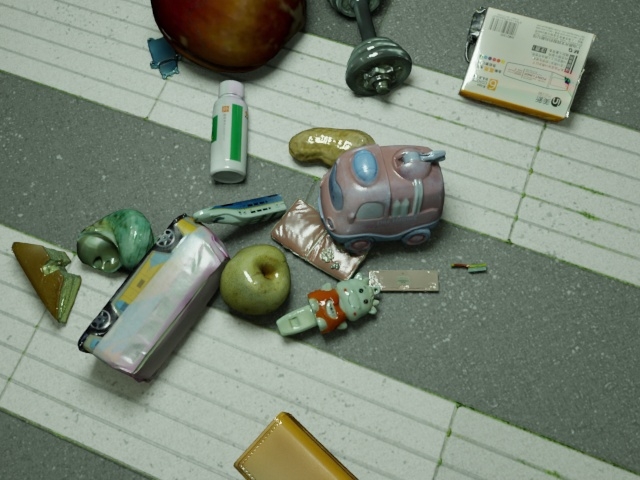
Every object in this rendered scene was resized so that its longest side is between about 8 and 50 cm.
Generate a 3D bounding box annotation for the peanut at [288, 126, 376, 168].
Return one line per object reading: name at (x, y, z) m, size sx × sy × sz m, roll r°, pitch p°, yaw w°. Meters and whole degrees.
peanut at (0.029, -0.230, 1.393) m, size 0.226 × 0.095 × 0.108 m, roll 7°, pitch 70°, yaw 7°

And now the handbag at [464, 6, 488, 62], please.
handbag at (0.433, -0.531, 1.481) m, size 0.115 × 0.072 × 0.139 m, roll 30°, pitch 92°, yaw 6°

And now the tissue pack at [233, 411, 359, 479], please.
tissue pack at (-0.020, 0.493, 1.124) m, size 0.274 × 0.194 × 0.145 m, roll 40°, pitch 79°, yaw 13°

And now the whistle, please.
whistle at (0.021, 0.154, 1.275) m, size 0.253 × 0.106 × 0.102 m, roll -20°, pitch 56°, yaw -3°

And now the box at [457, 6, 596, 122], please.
box at (0.512, -0.436, 1.393) m, size 0.274 × 0.091 × 0.221 m, roll 20°, pitch 98°, yaw 9°

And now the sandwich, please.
sandwich at (-0.654, 0.079, 1.346) m, size 0.088 × 0.090 × 0.244 m, roll -35°, pitch 74°, yaw -4°

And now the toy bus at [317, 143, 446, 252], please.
toy bus at (0.143, -0.117, 1.256) m, size 0.294 × 0.232 × 0.197 m, roll -5°, pitch 61°, yaw -5°

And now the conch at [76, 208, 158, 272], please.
conch at (-0.476, 0.007, 1.343) m, size 0.188 × 0.122 × 0.176 m, roll 25°, pitch 97°, yaw 13°

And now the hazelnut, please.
hazelnut at (-0.229, -0.656, 1.395) m, size 0.402 × 0.402 × 0.429 m, roll 14°, pitch 68°, yaw 8°

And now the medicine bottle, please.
medicine bottle at (-0.233, -0.282, 1.427) m, size 0.095 × 0.095 × 0.260 m, roll 0°, pitch 74°, yaw 4°

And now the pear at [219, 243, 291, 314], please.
pear at (-0.147, 0.091, 1.280) m, size 0.167 × 0.136 × 0.167 m, roll 11°, pitch 62°, yaw -22°

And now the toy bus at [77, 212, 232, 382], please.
toy bus at (-0.355, 0.133, 1.278) m, size 0.162 × 0.171 × 0.386 m, roll 33°, pitch 76°, yaw 7°

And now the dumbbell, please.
dumbbell at (0.119, -0.558, 1.444) m, size 0.179 × 0.179 × 0.406 m, roll -11°, pitch 72°, yaw 0°

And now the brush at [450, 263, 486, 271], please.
brush at (0.352, 0.065, 1.321) m, size 0.083 × 0.019 × 0.021 m, roll 1°, pitch 83°, yaw 2°

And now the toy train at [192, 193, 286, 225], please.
toy train at (-0.190, -0.063, 1.315) m, size 0.234 × 0.052 × 0.051 m, roll -16°, pitch 71°, yaw -39°

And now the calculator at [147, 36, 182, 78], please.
calculator at (-0.436, -0.517, 1.551) m, size 0.094 × 0.019 × 0.141 m, roll -20°, pitch 74°, yaw -2°

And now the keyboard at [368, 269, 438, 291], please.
keyboard at (0.197, 0.099, 1.324) m, size 0.166 × 0.017 × 0.055 m, roll 0°, pitch 68°, yaw 4°

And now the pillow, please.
pillow at (0.000, 0.000, 1.352) m, size 0.232 × 0.043 × 0.126 m, roll 32°, pitch 77°, yaw 13°
